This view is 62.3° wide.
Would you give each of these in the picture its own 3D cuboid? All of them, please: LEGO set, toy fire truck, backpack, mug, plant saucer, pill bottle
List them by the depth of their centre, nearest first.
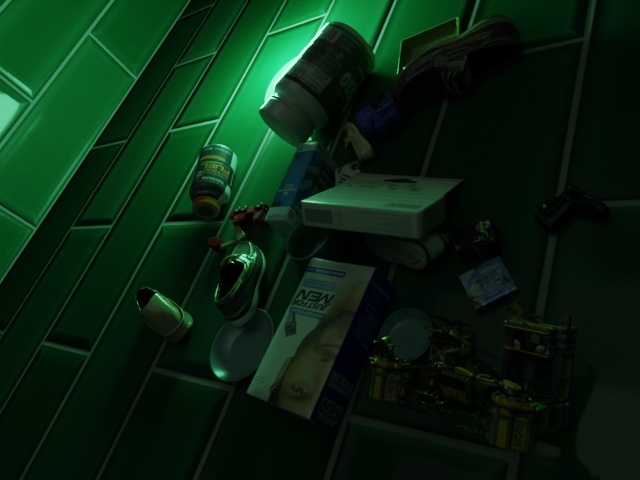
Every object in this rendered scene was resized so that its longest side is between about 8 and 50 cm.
[{"bbox_3d":[0.247,0.183,0.850,0.331,0.255,0.192,6,88,54],"label":"LEGO set"},{"bbox_3d":[0.175,0.196,1.075,0.119,0.021,0.119,-21,47,25],"label":"plant saucer"},{"bbox_3d":[-0.185,0.260,1.299,0.195,0.037,0.194,-22,45,24],"label":"plant saucer"},{"bbox_3d":[0.002,0.006,1.312,0.157,0.097,0.129,-50,41,-8],"label":"mug"},{"bbox_3d":[0.162,-0.335,1.464,0.120,0.098,0.101,-31,47,14],"label":"backpack"},{"bbox_3d":[0.324,-0.549,1.549,0.189,0.045,0.188,-13,50,31],"label":"plant saucer"},{"bbox_3d":[-0.238,-0.035,1.577,0.192,0.047,0.135,-8,53,33],"label":"toy fire truck"},{"bbox_3d":[-0.013,-0.478,1.641,0.361,0.204,0.204,-51,42,-7],"label":"pill bottle"},{"bbox_3d":[-0.354,-0.188,1.732,0.131,0.130,0.245,-18,48,27],"label":"pill bottle"}]

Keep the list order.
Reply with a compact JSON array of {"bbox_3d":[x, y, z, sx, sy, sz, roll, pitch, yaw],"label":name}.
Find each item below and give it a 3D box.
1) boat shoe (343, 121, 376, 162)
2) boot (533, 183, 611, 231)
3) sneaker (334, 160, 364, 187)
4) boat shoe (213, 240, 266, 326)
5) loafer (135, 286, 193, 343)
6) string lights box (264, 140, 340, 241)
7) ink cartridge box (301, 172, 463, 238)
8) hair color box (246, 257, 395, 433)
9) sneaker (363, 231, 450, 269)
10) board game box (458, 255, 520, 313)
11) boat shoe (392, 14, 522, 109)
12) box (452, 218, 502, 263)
[{"bbox_3d":[0.095,-0.277,1.496,0.059,0.063,0.170,-34,43,3],"label":"boat shoe"},{"bbox_3d":[0.479,-0.052,1.019,0.099,0.045,0.121,-37,34,5],"label":"boot"},{"bbox_3d":[0.082,-0.153,1.408,0.075,0.057,0.161,-29,40,25],"label":"sneaker"},{"bbox_3d":[-0.215,0.090,1.394,0.109,0.091,0.305,-27,32,17],"label":"boat shoe"},{"bbox_3d":[-0.461,0.211,1.519,0.269,0.092,0.102,20,71,46],"label":"loafer"},{"bbox_3d":[-0.041,-0.124,1.426,0.077,0.133,0.259,0,58,38],"label":"string lights box"},{"bbox_3d":[0.148,-0.088,1.229,0.296,0.066,0.261,8,24,34],"label":"ink cartridge box"},{"bbox_3d":[0.005,0.212,1.136,0.185,0.110,0.338,7,63,40],"label":"hair color box"},{"bbox_3d":[0.185,-0.005,1.200,0.095,0.090,0.235,-34,35,-21],"label":"sneaker"},{"bbox_3d":[0.331,0.086,1.042,0.090,0.020,0.090,-31,42,15],"label":"board game box"},{"bbox_3d":[0.354,-0.453,1.383,0.355,0.132,0.130,-31,43,16],"label":"boat shoe"},{"bbox_3d":[0.323,0.003,1.092,0.083,0.052,0.062,-18,46,28],"label":"box"}]
